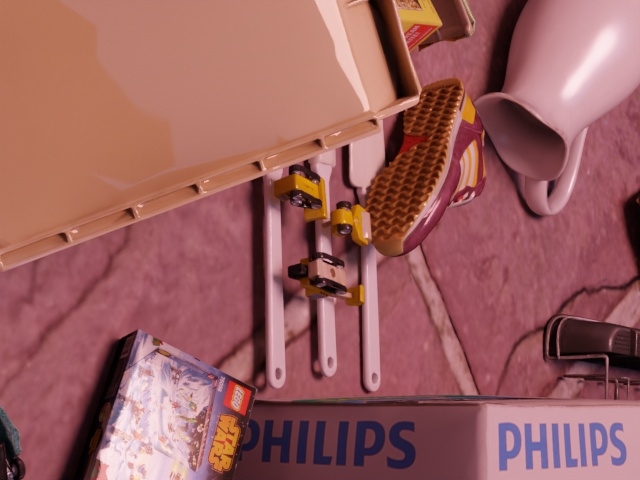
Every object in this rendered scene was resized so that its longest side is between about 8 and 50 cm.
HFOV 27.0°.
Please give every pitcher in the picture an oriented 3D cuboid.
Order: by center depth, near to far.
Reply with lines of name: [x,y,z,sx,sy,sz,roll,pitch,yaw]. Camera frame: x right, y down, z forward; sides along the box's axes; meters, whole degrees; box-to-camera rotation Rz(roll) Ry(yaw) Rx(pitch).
pitcher: [0.229,-0.140,1.210,0.207,0.125,0.178,-56,146,-25]

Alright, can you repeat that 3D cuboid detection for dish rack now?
dish rack: [0.293,0.211,1.258,0.208,0.074,0.272,12,77,-46]

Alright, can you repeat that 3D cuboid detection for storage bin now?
storage bin: [-0.110,-0.151,0.720,0.260,0.123,0.262,-21,102,-19]

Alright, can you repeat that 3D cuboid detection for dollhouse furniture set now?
dollhouse furniture set: [0.078,-0.232,1.067,0.058,0.076,0.152,-43,116,-43]

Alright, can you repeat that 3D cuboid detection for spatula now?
spatula: [-0.003,-0.009,0.989,0.168,0.019,0.242,9,79,-54]

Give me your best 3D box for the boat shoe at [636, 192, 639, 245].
boat shoe: [0.439,-0.066,1.434,0.324,0.116,0.097,-33,112,-40]

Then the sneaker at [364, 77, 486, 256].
sneaker: [0.094,-0.044,1.056,0.084,0.069,0.185,54,44,-33]

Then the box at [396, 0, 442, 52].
box: [-0.020,-0.155,0.925,0.232,0.087,0.058,-7,66,-51]

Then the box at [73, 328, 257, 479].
box: [-0.099,0.136,0.822,0.094,0.027,0.137,30,57,-24]

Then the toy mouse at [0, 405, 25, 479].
toy mouse: [-0.209,0.137,0.715,0.143,0.031,0.161,52,49,-30]

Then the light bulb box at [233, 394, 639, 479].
light bulb box: [0.126,0.290,0.933,0.358,0.225,0.361,7,80,-48]

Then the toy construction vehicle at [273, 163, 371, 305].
toy construction vehicle: [0.000,0.000,0.953,0.098,0.035,0.086,22,57,-53]
